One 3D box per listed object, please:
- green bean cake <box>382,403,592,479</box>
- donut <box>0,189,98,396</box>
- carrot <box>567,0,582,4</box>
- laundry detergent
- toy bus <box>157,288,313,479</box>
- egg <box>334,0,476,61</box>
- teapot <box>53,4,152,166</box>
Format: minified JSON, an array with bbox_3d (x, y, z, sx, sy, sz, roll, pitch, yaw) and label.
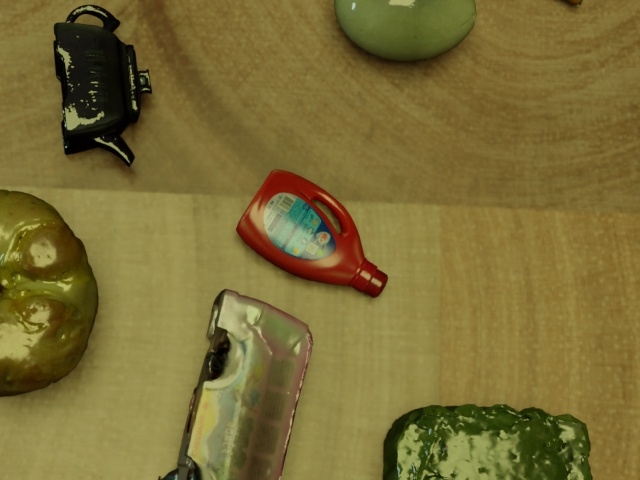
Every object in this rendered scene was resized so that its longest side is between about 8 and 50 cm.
[{"bbox_3d":[0.164,0.268,1.468,0.200,0.113,0.214,2,77,-5],"label":"green bean cake"},{"bbox_3d":[-0.349,0.053,1.455,0.261,0.128,0.209,6,77,-4],"label":"donut"},{"bbox_3d":[0.173,-0.383,1.633,0.336,0.069,0.069,43,78,1],"label":"carrot"},{"bbox_3d":[0.000,0.000,1.544,0.165,0.049,0.097,33,73,-1],"label":"laundry detergent"},{"bbox_3d":[-0.089,0.193,1.472,0.112,0.090,0.274,15,77,-9],"label":"toy bus"},{"bbox_3d":[0.090,-0.247,1.568,0.152,0.114,0.114,9,77,-7],"label":"egg"},{"bbox_3d":[-0.224,-0.161,1.536,0.096,0.087,0.177,-6,79,-12],"label":"teapot"}]
